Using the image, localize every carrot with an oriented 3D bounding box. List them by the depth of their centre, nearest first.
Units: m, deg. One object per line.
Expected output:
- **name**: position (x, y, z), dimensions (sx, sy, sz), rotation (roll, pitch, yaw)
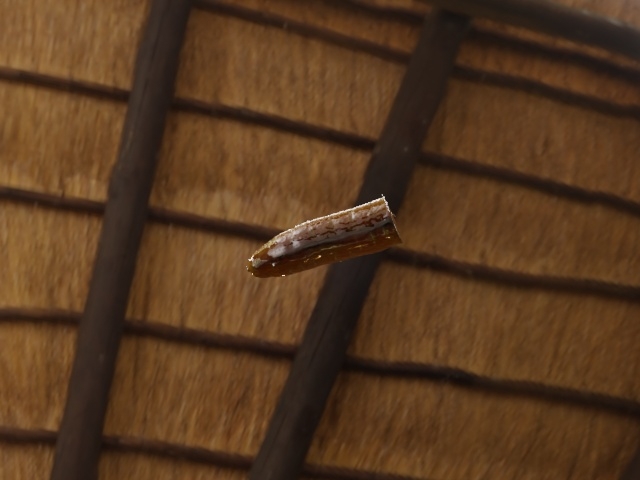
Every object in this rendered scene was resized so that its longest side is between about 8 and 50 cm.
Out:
- **carrot**: position (0.000, 0.000, 0.924), dimensions (0.139, 0.048, 0.048), rotation (-16, -141, 5)
